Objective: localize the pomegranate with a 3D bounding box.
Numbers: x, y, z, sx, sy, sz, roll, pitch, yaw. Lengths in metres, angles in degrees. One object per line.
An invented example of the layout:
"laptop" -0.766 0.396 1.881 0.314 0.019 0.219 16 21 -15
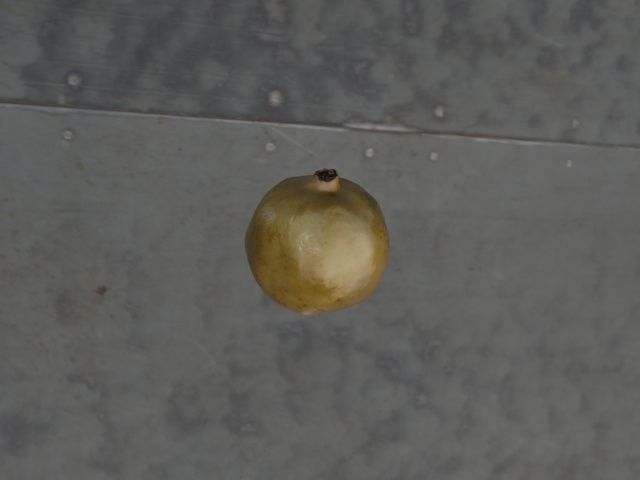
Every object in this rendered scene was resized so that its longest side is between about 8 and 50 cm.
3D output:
"pomegranate" -0.002 0.007 1.420 0.233 0.233 0.233 -6 102 -28
